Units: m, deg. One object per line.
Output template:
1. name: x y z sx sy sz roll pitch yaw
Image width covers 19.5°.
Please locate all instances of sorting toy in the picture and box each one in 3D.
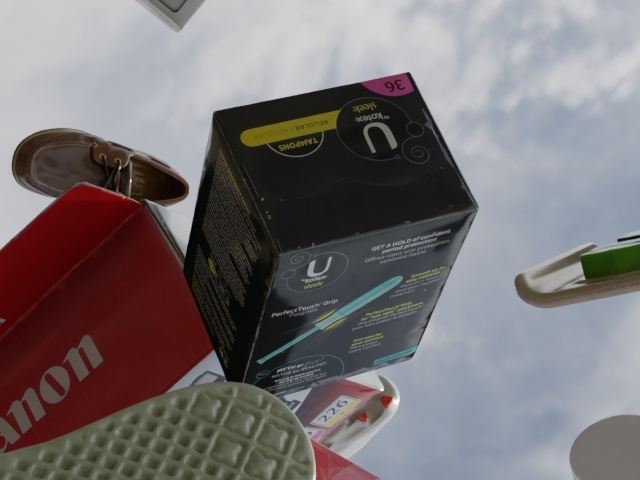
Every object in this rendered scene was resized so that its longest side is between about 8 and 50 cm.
1. sorting toy: 0.244 0.002 1.166 0.208 0.038 0.193 -8 -177 24

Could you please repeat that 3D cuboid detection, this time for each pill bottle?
1. pill bottle: 0.290 0.267 1.674 0.124 0.222 0.124 -13 -143 10

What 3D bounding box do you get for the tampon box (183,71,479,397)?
1. tampon box: 0.000 0.000 1.053 0.161 0.120 0.101 108 -37 -54

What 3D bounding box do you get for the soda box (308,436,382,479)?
1. soda box: -0.054 0.234 1.028 0.083 0.092 0.263 -26 -142 50

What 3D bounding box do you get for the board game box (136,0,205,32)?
1. board game box: -0.070 -0.311 1.185 0.305 0.193 0.053 -52 -170 -1

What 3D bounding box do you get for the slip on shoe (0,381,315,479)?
1. slip on shoe: -0.160 0.153 0.845 0.123 0.331 0.101 63 -27 25

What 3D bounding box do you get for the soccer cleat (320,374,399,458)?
1. soccer cleat: -0.012 0.188 1.677 0.196 0.068 0.076 -30 159 -15

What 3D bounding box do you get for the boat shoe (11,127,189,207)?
1. boat shoe: -0.192 -0.061 1.662 0.060 0.178 0.064 14 -87 46

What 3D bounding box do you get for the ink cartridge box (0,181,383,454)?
1. ink cartridge box: -0.161 0.129 1.266 0.309 0.272 0.130 -43 -121 16
